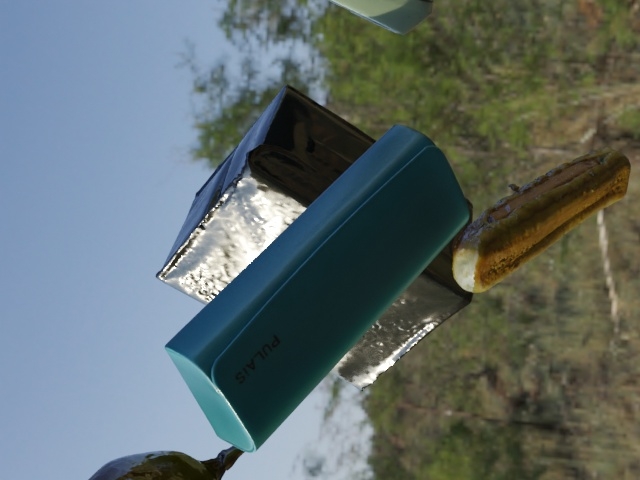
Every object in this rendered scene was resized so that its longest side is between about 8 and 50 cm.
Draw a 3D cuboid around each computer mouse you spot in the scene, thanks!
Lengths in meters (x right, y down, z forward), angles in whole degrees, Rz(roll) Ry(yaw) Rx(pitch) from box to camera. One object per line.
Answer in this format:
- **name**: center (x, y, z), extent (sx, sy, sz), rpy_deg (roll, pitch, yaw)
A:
- **computer mouse**: center (0.026, -0.348, 1.347), extent (0.159, 0.288, 0.097), rpy_deg (40, 108, 47)

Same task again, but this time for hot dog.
- **hot dog**: center (0.240, -0.027, 1.151), extent (0.286, 0.061, 0.087), rpy_deg (-24, -53, -37)

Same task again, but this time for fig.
- **fig**: center (-0.163, 0.282, 1.144), extent (0.274, 0.145, 0.170), rpy_deg (-35, -19, -38)

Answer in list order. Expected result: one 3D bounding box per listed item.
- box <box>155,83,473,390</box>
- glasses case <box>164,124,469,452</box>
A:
- **box**: center (0.000, 0.001, 1.458), extent (0.251, 0.345, 0.204), rpy_deg (-47, 19, 36)
- **glasses case**: center (0.010, 0.036, 0.905), extent (0.301, 0.070, 0.117), rpy_deg (-44, -51, -25)
